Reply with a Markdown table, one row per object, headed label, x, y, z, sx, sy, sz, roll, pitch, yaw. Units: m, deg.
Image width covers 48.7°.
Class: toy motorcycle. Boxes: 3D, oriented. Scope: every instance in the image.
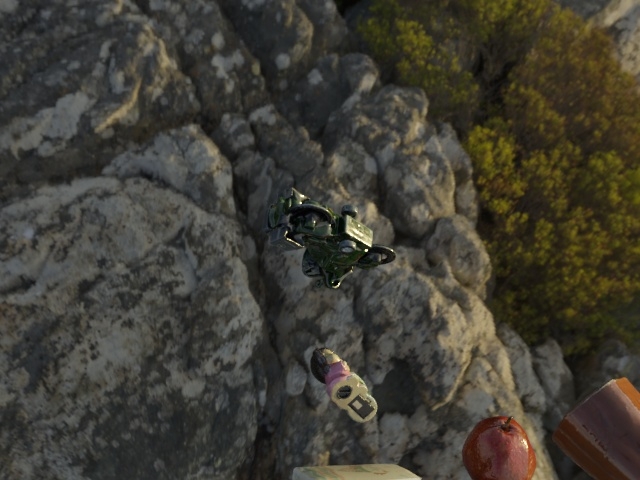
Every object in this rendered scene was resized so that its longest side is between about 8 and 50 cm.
| label | x | y | z | sx | sy | sz | roll | pitch | yaw |
| --- | --- | --- | --- | --- | --- | --- | --- | --- | --- |
| toy motorcycle | 0.000 | 0.000 | 1.310 | 0.275 | 0.187 | 0.124 | 32 | 54 | -41 |

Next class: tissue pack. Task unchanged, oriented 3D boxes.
| label | x | y | z | sx | sy | sz | roll | pitch | yaw |
| --- | --- | --- | --- | --- | --- | --- | --- | --- | --- |
| tissue pack | 0.033 | 0.223 | 0.652 | 0.108 | 0.056 | 0.023 | 6 | 87 | -26 |

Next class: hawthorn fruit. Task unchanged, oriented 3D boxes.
| label | x | y | z | sx | sy | sz | roll | pitch | yaw |
| --- | --- | --- | --- | --- | --- | --- | --- | --- | --- |
| hawthorn fruit | 0.477 | 0.550 | 1.870 | 0.197 | 0.225 | 0.196 | 4 | 27 | -2 |

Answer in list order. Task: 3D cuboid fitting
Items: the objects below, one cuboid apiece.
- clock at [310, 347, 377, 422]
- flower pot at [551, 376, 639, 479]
| label | x | y | z | sx | sy | sz | roll | pitch | yaw |
| --- | --- | --- | --- | --- | --- | --- | --- | --- | --- |
| clock | 0.059 | 0.398 | 1.978 | 0.100 | 0.194 | 0.195 | -41 | 32 | -1 |
| flower pot | 0.566 | 0.380 | 1.328 | 0.191 | 0.190 | 0.173 | -26 | 54 | -20 |
